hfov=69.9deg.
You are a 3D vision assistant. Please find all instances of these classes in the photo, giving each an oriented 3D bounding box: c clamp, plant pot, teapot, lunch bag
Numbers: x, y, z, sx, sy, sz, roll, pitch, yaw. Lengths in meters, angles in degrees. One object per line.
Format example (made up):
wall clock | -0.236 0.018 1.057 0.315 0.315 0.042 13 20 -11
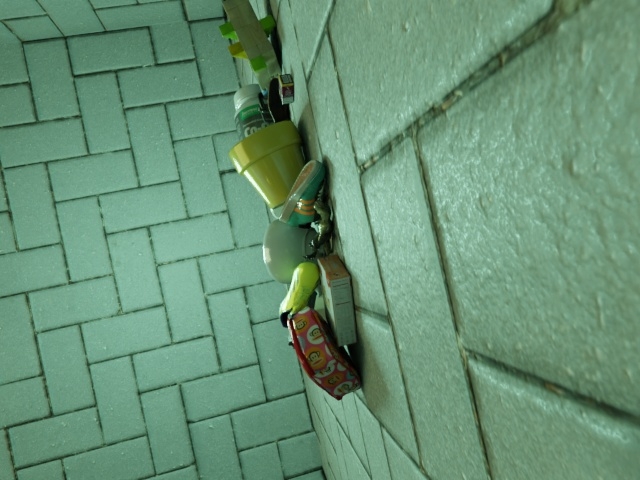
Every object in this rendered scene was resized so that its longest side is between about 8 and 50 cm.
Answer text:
c clamp | -0.203 -0.532 1.854 0.160 0.022 0.137 -12 -102 -55
plant pot | -0.152 -0.247 1.586 0.239 0.253 0.254 64 171 -3
teapot | -0.072 0.027 1.604 0.256 0.186 0.253 63 -150 -41
lunch bag | 0.008 0.342 1.460 0.293 0.120 0.258 56 -175 -43

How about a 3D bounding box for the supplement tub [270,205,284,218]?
supplement tub | -0.146 -0.186 1.849 0.200 0.144 0.145 -113 14 -49

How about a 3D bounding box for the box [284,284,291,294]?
box | -0.135 0.107 2.211 0.262 0.126 0.231 -137 35 -75

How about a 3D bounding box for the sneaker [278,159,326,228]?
sneaker | -0.029 -0.134 1.411 0.302 0.120 0.108 129 160 -56

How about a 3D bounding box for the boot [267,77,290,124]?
boot | -0.168 -0.519 1.757 0.106 0.082 0.220 -120 19 -54

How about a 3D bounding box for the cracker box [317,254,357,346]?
cracker box | 0.050 0.180 1.389 0.156 0.067 0.233 -121 22 -65

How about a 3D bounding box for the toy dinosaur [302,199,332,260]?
toy dinosaur | 0.000 0.000 1.401 0.063 0.118 0.268 24 147 19

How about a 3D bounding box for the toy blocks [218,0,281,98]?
toy blocks | -0.248 -0.736 1.763 0.261 0.190 0.382 66 180 -73

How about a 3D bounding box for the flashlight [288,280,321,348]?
flashlight | -0.057 0.243 1.670 0.103 0.103 0.304 52 -141 -47

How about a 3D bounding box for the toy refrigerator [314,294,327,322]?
toy refrigerator | -0.026 0.281 1.852 0.269 0.102 0.095 -142 40 -74

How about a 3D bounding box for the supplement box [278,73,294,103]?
supplement box | -0.117 -0.520 1.575 0.083 0.043 0.055 95 161 -57

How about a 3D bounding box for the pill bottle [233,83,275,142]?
pill bottle | -0.252 -0.464 1.948 0.204 0.204 0.362 107 150 -70

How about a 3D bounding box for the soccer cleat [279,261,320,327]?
soccer cleat | -0.067 0.183 1.494 0.121 0.093 0.289 -82 13 -45
